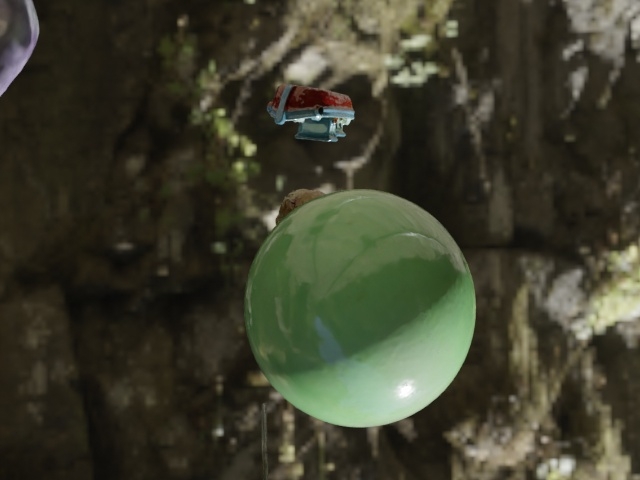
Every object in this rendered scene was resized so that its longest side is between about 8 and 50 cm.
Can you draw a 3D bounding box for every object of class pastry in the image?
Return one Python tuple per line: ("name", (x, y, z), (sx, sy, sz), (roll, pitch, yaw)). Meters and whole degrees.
("pastry", (0.003, -0.004, 1.931), (0.081, 0.153, 0.153), (-31, -173, -13))

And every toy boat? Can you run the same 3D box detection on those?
("toy boat", (-0.013, -0.148, 1.688), (0.069, 0.059, 0.173), (7, -177, 22))

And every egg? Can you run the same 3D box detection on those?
("egg", (0.039, 0.068, 1.372), (0.220, 0.220, 0.270), (-1, 156, 10))

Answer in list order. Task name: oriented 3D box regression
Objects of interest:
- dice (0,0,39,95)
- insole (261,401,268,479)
("dice", (-0.497, -0.231, 1.586), (0.270, 0.271, 0.270), (48, 155, -23))
("insole", (-0.062, 0.277, 1.596), (0.007, 0.109, 0.322), (1, -159, -4))
